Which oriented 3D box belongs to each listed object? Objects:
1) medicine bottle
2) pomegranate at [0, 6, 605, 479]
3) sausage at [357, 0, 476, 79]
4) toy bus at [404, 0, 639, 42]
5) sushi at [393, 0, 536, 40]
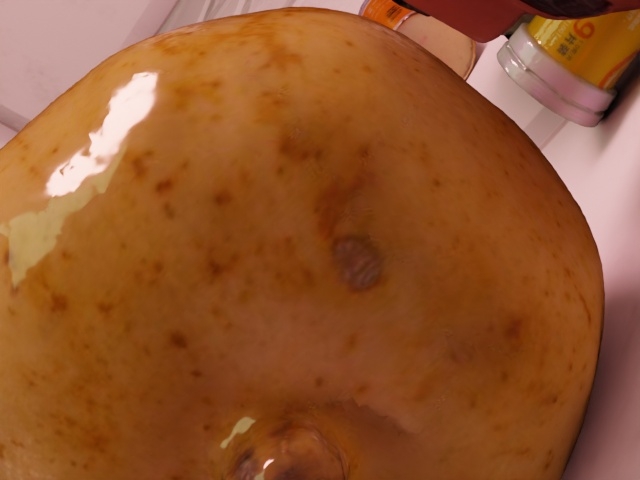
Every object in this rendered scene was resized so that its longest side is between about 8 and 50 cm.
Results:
[{"bbox_3d":[0.191,-0.171,1.122,0.218,0.074,0.074,-55,14,22],"label":"medicine bottle"},{"bbox_3d":[-0.021,0.054,0.938,0.342,0.342,0.342,-57,13,21],"label":"pomegranate"},{"bbox_3d":[0.072,-0.170,1.601,0.071,0.071,0.234,-59,13,9],"label":"sausage"},{"bbox_3d":[0.174,-0.229,0.896,0.427,0.203,0.233,0,67,63],"label":"toy bus"},{"bbox_3d":[0.111,-0.301,1.255,0.294,0.281,0.299,-61,-3,1],"label":"sushi"}]
